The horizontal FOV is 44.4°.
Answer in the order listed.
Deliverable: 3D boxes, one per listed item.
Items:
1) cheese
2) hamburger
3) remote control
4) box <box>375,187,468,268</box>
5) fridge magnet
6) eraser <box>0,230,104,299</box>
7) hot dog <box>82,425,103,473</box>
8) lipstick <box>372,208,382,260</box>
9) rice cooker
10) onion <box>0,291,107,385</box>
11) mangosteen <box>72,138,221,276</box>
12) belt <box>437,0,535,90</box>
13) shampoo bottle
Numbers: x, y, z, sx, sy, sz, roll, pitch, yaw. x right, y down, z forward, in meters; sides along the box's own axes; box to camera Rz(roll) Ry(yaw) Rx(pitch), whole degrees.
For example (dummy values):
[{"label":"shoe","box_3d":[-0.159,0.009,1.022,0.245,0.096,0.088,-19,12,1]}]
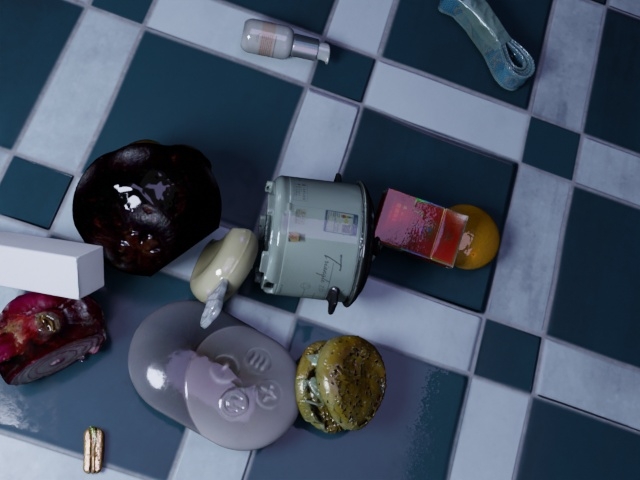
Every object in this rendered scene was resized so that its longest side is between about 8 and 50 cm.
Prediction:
[{"label":"cheese","box_3d":[-0.191,0.079,1.421,0.071,0.163,0.249,37,45,-18]},{"label":"hamburger","box_3d":[0.038,0.265,1.429,0.185,0.113,0.177,-13,96,-53]},{"label":"remote control","box_3d":[-0.188,0.242,1.423,0.332,0.103,0.221,29,59,1]},{"label":"box","box_3d":[0.194,-0.023,1.555,0.175,0.048,0.112,18,83,-8]},{"label":"fridge magnet","box_3d":[0.302,-0.007,1.626,0.143,0.063,0.143,3,71,-8]},{"label":"eraser","box_3d":[-0.525,0.035,1.366,0.298,0.078,0.076,8,108,18]},{"label":"hot dog","box_3d":[-0.401,0.370,1.383,0.037,0.021,0.083,0,72,0]},{"label":"lipstick","box_3d":[0.114,-0.011,1.596,0.057,0.063,0.186,25,72,33]},{"label":"rice cooker","box_3d":[0.000,0.000,1.469,0.227,0.241,0.280,6,59,-8]},{"label":"onion","box_3d":[-0.470,0.147,1.338,0.195,0.218,0.140,-18,75,-17]},{"label":"mangosteen","box_3d":[-0.306,-0.070,1.440,0.233,0.287,0.287,47,69,-4]},{"label":"belt","box_3d":[0.376,-0.478,1.796,0.087,0.072,0.302,-31,80,-21]},{"label":"shampoo bottle","box_3d":[-0.073,-0.426,1.688,0.192,0.074,0.074,9,70,-7]}]
